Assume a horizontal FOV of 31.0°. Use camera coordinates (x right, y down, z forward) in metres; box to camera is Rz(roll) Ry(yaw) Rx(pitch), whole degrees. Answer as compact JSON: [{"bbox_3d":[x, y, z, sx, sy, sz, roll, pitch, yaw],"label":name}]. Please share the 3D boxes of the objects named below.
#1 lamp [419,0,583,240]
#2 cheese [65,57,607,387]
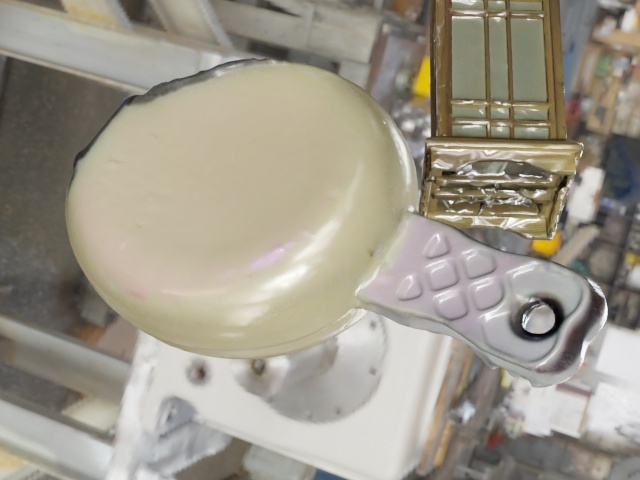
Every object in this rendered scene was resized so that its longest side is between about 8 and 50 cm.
[{"bbox_3d":[0.106,-0.162,0.726,0.090,0.089,0.325,89,4,-62],"label":"lamp"},{"bbox_3d":[0.002,-0.006,0.345,0.047,0.171,0.092,58,41,-53],"label":"cheese"}]
